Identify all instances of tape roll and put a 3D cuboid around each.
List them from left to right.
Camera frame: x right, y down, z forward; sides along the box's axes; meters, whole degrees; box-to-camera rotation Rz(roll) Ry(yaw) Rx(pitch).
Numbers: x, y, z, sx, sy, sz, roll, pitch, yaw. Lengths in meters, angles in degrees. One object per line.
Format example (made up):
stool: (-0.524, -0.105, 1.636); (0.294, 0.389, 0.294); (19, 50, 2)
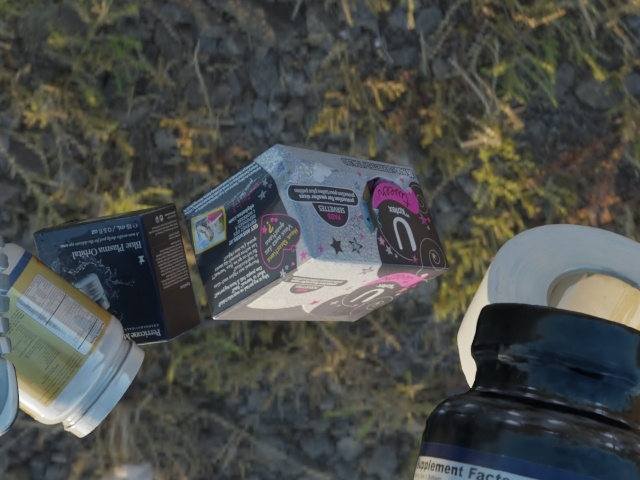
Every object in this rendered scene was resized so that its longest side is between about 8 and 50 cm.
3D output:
tape roll: (0.298, 0.114, 1.299); (0.286, 0.286, 0.100); (10, 133, -10)

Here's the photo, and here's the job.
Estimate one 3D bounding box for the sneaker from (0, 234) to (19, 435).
sneaker: (-0.326, 0.057, 0.983); (0.086, 0.228, 0.132); (-19, 171, 35)

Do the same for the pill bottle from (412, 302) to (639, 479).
pill bottle: (0.100, 0.147, 0.582); (0.123, 0.219, 0.123); (14, 168, 3)

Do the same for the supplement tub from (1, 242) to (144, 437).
supplement tub: (-0.312, 0.113, 1.339); (0.200, 0.144, 0.144); (39, 118, -14)

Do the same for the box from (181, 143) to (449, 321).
box: (0.000, 0.000, 1.343); (0.163, 0.142, 0.247); (-31, 159, 34)

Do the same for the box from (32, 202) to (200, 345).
box: (-0.248, 0.047, 1.466); (0.156, 0.093, 0.158); (-9, 97, 21)
